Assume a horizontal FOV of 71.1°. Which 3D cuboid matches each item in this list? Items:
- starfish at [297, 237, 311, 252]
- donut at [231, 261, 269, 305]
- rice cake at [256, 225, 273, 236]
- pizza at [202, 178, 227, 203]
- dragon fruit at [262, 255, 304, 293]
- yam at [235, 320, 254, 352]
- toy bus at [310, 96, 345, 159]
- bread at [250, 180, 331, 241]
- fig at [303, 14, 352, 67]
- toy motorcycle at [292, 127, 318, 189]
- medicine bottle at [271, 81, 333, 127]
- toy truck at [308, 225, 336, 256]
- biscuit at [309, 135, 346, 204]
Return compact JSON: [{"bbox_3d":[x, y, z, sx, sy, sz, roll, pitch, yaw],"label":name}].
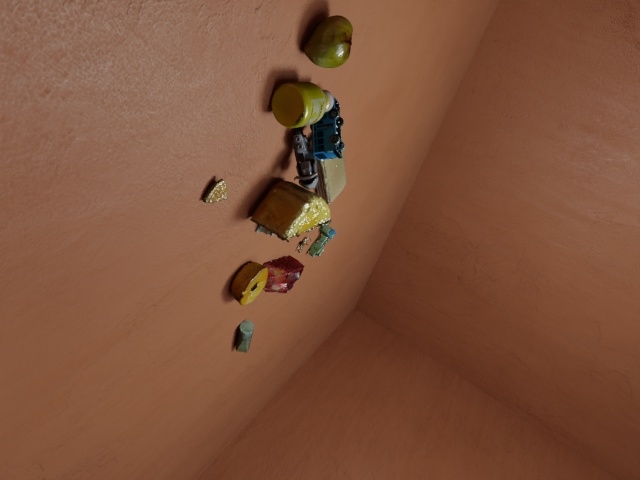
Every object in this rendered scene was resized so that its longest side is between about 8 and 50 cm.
[{"bbox_3d":[-0.077,0.020,2.092,0.078,0.028,0.091,-57,167,16],"label":"starfish"},{"bbox_3d":[-0.273,0.160,1.714,0.174,0.075,0.190,-53,167,-20],"label":"donut"},{"bbox_3d":[-0.147,-0.089,1.647,0.206,0.063,0.069,-43,155,-42],"label":"rice cake"},{"bbox_3d":[-0.288,-0.131,1.242,0.083,0.025,0.078,-50,158,-3],"label":"pizza"},{"bbox_3d":[-0.160,0.170,1.948,0.161,0.126,0.274,-64,162,16],"label":"dragon fruit"},{"bbox_3d":[-0.342,0.437,2.011,0.068,0.068,0.169,-39,154,-47],"label":"yam"},{"bbox_3d":[0.020,-0.365,1.468,0.090,0.106,0.184,21,66,-72],"label":"toy bus"},{"bbox_3d":[-0.099,-0.116,1.527,0.262,0.204,0.162,-28,136,-49],"label":"bread"},{"bbox_3d":[0.032,-0.550,1.250,0.153,0.121,0.136,-46,155,-34],"label":"fig"},{"bbox_3d":[-0.054,-0.258,1.477,0.122,0.080,0.215,-87,164,-59],"label":"toy motorcycle"},{"bbox_3d":[-0.038,-0.401,1.310,0.212,0.122,0.121,-33,150,-54],"label":"medicine bottle"},{"bbox_3d":[0.000,0.000,2.221,0.175,0.067,0.081,-52,157,-7],"label":"toy truck"},{"bbox_3d":[0.031,-0.292,1.766,0.144,0.079,0.426,-52,161,-16],"label":"biscuit"}]
